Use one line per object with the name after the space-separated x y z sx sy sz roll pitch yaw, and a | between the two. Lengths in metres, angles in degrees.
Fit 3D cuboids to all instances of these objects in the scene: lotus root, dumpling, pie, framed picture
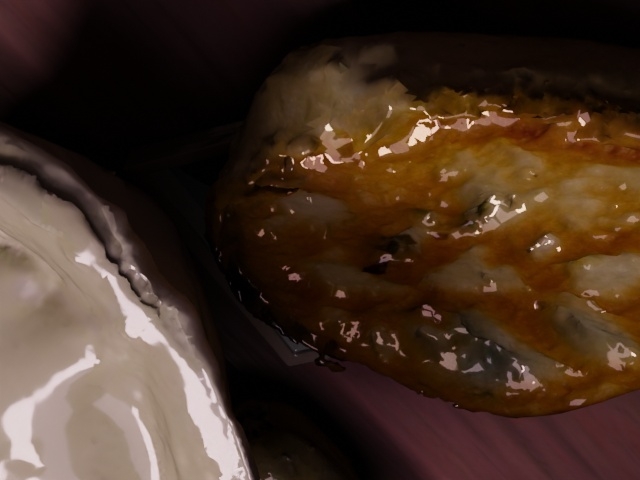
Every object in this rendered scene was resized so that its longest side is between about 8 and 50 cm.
-0.011 0.174 1.209 0.077 0.090 0.183 -33 134 6 | lotus root
-0.114 0.102 0.979 0.315 0.233 0.395 39 143 20 | dumpling
0.099 -0.005 0.956 0.315 0.092 0.315 3 144 2 | pie
0.000 0.000 1.047 0.150 0.015 0.203 -12 137 24 | framed picture
